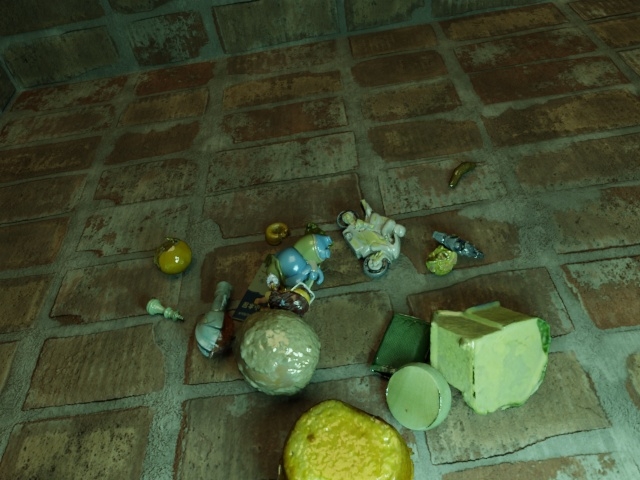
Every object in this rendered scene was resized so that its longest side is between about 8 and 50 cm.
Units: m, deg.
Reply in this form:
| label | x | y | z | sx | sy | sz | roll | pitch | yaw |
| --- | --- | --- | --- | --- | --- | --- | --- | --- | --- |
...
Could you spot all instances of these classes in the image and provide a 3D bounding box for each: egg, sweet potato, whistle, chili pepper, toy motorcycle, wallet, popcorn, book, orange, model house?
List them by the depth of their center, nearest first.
| label | x | y | z | sx | sy | sz | roll | pitch | yaw |
| --- | --- | --- | --- | --- | --- | --- | --- | --- | --- |
| model house | 0.470 | 0.328 | 1.590 | 0.321 | 0.261 | 0.266 | -11 | 16 | -27 |
| egg | -0.137 | 0.337 | 1.657 | 0.279 | 0.279 | 0.310 | -35 | 30 | -22 |
| wallet | 0.270 | 0.343 | 1.707 | 0.160 | 0.055 | 0.236 | 16 | 47 | 19 |
| whistle | -0.353 | 0.273 | 1.855 | 0.133 | 0.142 | 0.346 | 1 | 34 | -1 |
| popcorn | 0.433 | 0.074 | 1.917 | 0.109 | 0.089 | 0.097 | -6 | 57 | 3 |
| toy motorcycle | 0.496 | 0.015 | 1.940 | 0.193 | 0.124 | 0.061 | 29 | 99 | 28 |
| book | -0.156 | 0.184 | 1.974 | 0.228 | 0.018 | 0.322 | 9 | 49 | 20 |
| toy motorcycle | 0.205 | -0.022 | 2.034 | 0.222 | 0.108 | 0.341 | -28 | 54 | -4 |
| chili pepper | -0.003 | 0.000 | 2.084 | 0.072 | 0.073 | 0.204 | -39 | 37 | -2 |
| orange | -0.581 | 0.057 | 2.105 | 0.156 | 0.134 | 0.157 | 3 | 36 | -2 |
| sweet potato | 0.584 | -0.283 | 2.252 | 0.053 | 0.054 | 0.182 | 25 | 57 | 41 |

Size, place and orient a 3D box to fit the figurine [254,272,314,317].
| label | x | y | z | sx | sy | sz | roll | pitch | yaw |
| --- | --- | --- | --- | --- | --- | --- | --- | --- | --- |
| figurine | -0.128 | 0.204 | 1.812 | 0.240 | 0.175 | 0.116 | -5 | 39 | 52 |

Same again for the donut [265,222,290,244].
| label | x | y | z | sx | sy | sz | roll | pitch | yaw |
| --- | --- | --- | --- | --- | --- | --- | --- | --- | --- |
| donut | -0.179 | -0.033 | 2.172 | 0.097 | 0.043 | 0.108 | 24 | 51 | 30 |

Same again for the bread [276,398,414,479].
| label | x | y | z | sx | sy | sz | roll | pitch | yaw |
| --- | --- | --- | --- | --- | --- | --- | --- | --- | --- |
| bread | 0.058 | 0.584 | 1.417 | 0.358 | 0.204 | 0.337 | 14 | 46 | 25 |

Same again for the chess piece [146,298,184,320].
| label | x | y | z | sx | sy | sz | roll | pitch | yaw |
| --- | --- | --- | --- | --- | --- | --- | --- | --- | --- |
| chess piece | -0.561 | 0.263 | 1.959 | 0.149 | 0.059 | 0.059 | 19 | 52 | 18 |

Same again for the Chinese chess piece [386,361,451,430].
| label | x | y | z | sx | sy | sz | roll | pitch | yaw |
| --- | --- | --- | --- | --- | --- | --- | --- | --- | --- |
| Chinese chess piece | 0.280 | 0.444 | 1.529 | 0.188 | 0.083 | 0.189 | -6 | 80 | 37 |

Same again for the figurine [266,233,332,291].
| label | x | y | z | sx | sy | sz | roll | pitch | yaw |
| --- | --- | --- | --- | --- | --- | --- | --- | --- | --- |
| figurine | -0.071 | 0.082 | 1.936 | 0.262 | 0.154 | 0.180 | -22 | 70 | 7 |
